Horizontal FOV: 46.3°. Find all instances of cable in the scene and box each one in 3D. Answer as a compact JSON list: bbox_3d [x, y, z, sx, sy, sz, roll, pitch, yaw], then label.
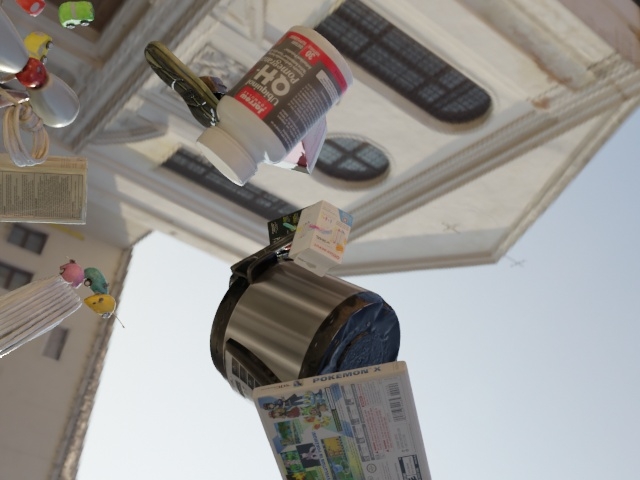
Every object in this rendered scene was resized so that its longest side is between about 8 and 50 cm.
[{"bbox_3d":[-0.581,0.147,1.394,0.257,0.089,0.257,-31,-169,-31],"label":"cable"},{"bbox_3d":[-0.114,0.036,2.016,0.287,0.072,0.139,-29,173,5],"label":"cable"}]

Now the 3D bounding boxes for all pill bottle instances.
[{"bbox_3d":[-0.098,-0.267,1.519,0.318,0.176,0.176,-48,-154,-10],"label":"pill bottle"}]

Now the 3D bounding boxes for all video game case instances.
[{"bbox_3d":[0.051,0.396,1.490,0.300,0.329,0.036,-12,-149,6],"label":"video game case"}]

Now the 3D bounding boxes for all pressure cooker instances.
[{"bbox_3d":[-0.061,0.244,1.842,0.420,0.375,0.369,22,-89,36],"label":"pressure cooker"}]

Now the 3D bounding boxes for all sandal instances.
[{"bbox_3d":[-0.255,-0.334,1.648,0.120,0.303,0.086,7,-123,50],"label":"sandal"}]

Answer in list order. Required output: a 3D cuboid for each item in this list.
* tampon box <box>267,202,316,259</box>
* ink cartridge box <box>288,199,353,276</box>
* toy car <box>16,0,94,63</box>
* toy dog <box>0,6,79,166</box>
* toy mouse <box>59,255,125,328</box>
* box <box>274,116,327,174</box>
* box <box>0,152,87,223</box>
[{"bbox_3d":[-0.060,-0.011,2.185,0.161,0.101,0.120,-21,-138,10],"label":"tampon box"},{"bbox_3d":[0.000,0.000,1.677,0.090,0.092,0.143,-24,-136,52],"label":"ink cartridge box"},{"bbox_3d":[-0.704,-0.587,1.966,0.225,0.053,0.239,-8,-90,16],"label":"toy car"},{"bbox_3d":[-0.510,-0.275,1.098,0.161,0.333,0.220,-2,-138,17],"label":"toy dog"},{"bbox_3d":[-0.395,0.065,1.269,0.031,0.161,0.143,-40,-124,2],"label":"toy mouse"},{"bbox_3d":[-0.068,-0.292,1.897,0.232,0.127,0.148,77,31,-69],"label":"box"},{"bbox_3d":[-0.724,-0.128,1.799,0.121,0.311,0.148,-127,-137,-63],"label":"box"}]
